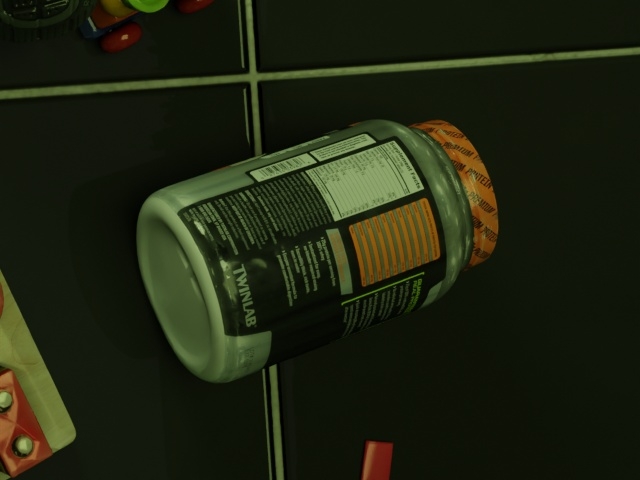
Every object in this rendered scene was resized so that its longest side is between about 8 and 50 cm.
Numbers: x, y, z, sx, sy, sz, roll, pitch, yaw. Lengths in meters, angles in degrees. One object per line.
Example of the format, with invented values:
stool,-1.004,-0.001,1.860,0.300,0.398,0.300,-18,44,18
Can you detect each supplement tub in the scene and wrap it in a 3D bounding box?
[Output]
supplement tub,0.000,0.000,1.833,0.316,0.193,0.194,-19,102,-24

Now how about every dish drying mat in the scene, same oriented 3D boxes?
dish drying mat,0.055,0.249,1.981,0.032,0.008,0.083,7,91,-26

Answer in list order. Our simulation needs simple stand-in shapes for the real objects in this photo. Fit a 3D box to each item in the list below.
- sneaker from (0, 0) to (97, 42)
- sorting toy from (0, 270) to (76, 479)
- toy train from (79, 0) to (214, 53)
sneaker,-0.340,-0.225,1.704,0.286,0.130,0.109,-7,125,-6
sorting toy,-0.371,0.132,1.716,0.257,0.089,0.255,-29,105,-22
toy train,-0.186,-0.224,1.753,0.248,0.143,0.105,-30,106,-22
